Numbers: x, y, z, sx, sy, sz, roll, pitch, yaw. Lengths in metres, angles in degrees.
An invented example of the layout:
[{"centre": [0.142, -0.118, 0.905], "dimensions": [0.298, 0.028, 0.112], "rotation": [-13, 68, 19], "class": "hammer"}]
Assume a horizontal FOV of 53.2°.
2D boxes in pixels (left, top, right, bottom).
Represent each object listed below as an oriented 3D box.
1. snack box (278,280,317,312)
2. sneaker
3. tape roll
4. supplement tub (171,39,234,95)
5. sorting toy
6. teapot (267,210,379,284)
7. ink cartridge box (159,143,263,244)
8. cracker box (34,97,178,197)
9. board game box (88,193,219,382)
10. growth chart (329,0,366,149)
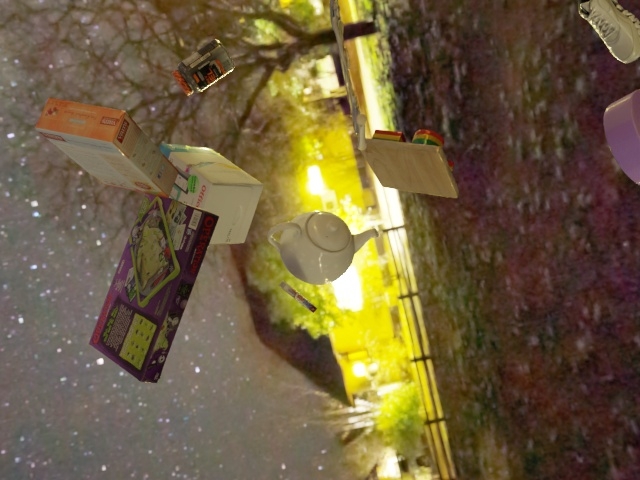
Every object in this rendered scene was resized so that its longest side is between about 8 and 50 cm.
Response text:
[{"centre": [-0.063, 0.164, 1.842], "dimensions": [0.064, 0.022, 0.178], "rotation": [34, 173, 26], "class": "snack box"}, {"centre": [0.776, -0.613, 1.753], "dimensions": [0.292, 0.118, 0.110], "rotation": [65, 152, 8], "class": "sneaker"}, {"centre": [0.937, -0.293, 1.833], "dimensions": [0.090, 0.275, 0.274], "rotation": [-29, 70, 52], "class": "tape roll"}, {"centre": [-0.395, -0.576, 2.146], "dimensions": [0.117, 0.190, 0.117], "rotation": [52, 174, 8], "class": "supplement tub"}, {"centre": [0.277, -0.243, 1.916], "dimensions": [0.257, 0.256, 0.089], "rotation": [49, -122, -55], "class": "sorting toy"}, {"centre": [0.000, 0.000, 1.950], "dimensions": [0.252, 0.256, 0.187], "rotation": [40, 142, 6], "class": "teapot"}, {"centre": [-0.344, -0.135, 1.873], "dimensions": [0.270, 0.197, 0.198], "rotation": [35, 114, 34], "class": "ink cartridge box"}, {"centre": [-0.380, -0.164, 1.169], "dimensions": [0.232, 0.156, 0.067], "rotation": [61, -136, -68], "class": "cracker box"}, {"centre": [-0.339, 0.084, 1.282], "dimensions": [0.056, 0.208, 0.346], "rotation": [21, -91, -54], "class": "board game box"}, {"centre": [0.041, -0.263, 0.982], "dimensions": [0.172, 0.021, 0.237], "rotation": [-14, -87, -87], "class": "growth chart"}]
